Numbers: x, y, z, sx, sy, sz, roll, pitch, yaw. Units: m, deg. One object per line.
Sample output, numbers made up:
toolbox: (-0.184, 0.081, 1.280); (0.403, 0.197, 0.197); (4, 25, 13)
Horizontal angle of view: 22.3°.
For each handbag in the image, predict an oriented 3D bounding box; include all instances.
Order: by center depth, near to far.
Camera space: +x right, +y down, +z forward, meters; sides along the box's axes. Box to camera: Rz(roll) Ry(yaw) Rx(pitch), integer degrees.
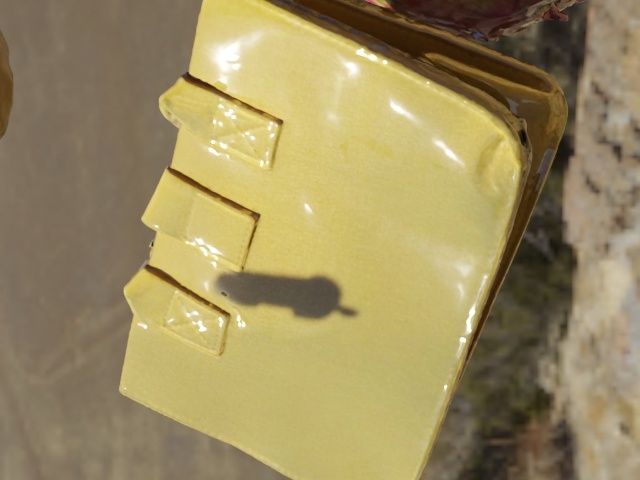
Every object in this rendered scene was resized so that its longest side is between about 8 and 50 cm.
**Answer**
handbag: (0.000, 0.000, 1.239); (0.133, 0.283, 0.401); (-56, -14, -52)

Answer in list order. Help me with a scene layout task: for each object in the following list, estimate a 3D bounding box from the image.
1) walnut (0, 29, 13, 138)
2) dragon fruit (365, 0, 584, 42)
walnut: (-0.343, -0.105, 0.956); (0.344, 0.306, 0.306); (16, 108, 31)
dragon fruit: (0.120, -0.290, 1.317); (0.386, 0.371, 0.249); (-24, 71, 60)
